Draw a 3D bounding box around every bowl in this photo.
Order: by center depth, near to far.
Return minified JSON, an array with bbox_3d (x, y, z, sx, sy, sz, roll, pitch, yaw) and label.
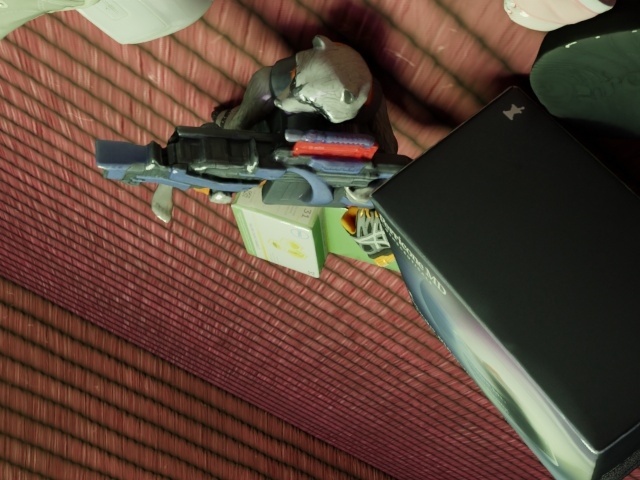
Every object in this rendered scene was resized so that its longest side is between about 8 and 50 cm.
[{"bbox_3d":[-0.191,-0.243,0.838,0.142,0.053,0.142,-1,151,46],"label":"bowl"}]

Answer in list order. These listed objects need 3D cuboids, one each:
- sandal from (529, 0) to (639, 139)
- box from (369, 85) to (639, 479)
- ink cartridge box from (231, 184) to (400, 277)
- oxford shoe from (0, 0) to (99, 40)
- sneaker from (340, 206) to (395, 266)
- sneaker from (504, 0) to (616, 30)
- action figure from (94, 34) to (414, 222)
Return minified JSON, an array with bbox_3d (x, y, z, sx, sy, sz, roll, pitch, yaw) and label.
[{"bbox_3d":[0.322,-0.121,0.565,0.167,0.107,0.445,32,158,-23],"label":"sandal"},{"bbox_3d":[0.218,0.066,0.831,0.296,0.182,0.294,51,175,28],"label":"box"},{"bbox_3d":[0.000,0.000,1.245,0.235,0.056,0.171,19,158,12],"label":"ink cartridge box"},{"bbox_3d":[-0.290,-0.241,0.731,0.449,0.130,0.169,2,130,56],"label":"oxford shoe"},{"bbox_3d":[0.088,-0.028,1.059,0.083,0.084,0.215,37,154,-7],"label":"sneaker"},{"bbox_3d":[0.145,-0.197,0.628,0.134,0.051,0.070,29,153,-29],"label":"sneaker"},{"bbox_3d":[-0.071,-0.113,0.883,0.341,0.179,0.330,4,163,-29],"label":"action figure"}]
